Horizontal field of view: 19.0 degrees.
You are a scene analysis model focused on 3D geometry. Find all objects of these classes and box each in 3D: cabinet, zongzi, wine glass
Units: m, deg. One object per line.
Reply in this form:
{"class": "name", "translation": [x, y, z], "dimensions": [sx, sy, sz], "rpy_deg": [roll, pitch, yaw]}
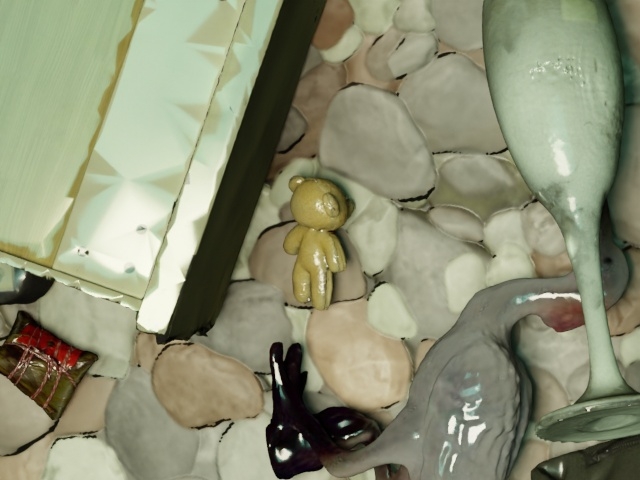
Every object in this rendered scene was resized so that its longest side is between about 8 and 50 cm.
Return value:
{"class": "cabinet", "translation": [-0.191, -0.115, 1.319], "dimensions": [0.318, 0.227, 0.290], "rpy_deg": [18, 91, 5]}
{"class": "zongzi", "translation": [-0.225, 0.093, 1.450], "dimensions": [0.083, 0.073, 0.067], "rpy_deg": [44, 120, 13]}
{"class": "wine glass", "translation": [0.216, -0.054, 1.216], "dimensions": [0.264, 0.096, 0.310], "rpy_deg": [-31, 59, 51]}

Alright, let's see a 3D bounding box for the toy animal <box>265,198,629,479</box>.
{"class": "toy animal", "translation": [0.103, 0.101, 1.341], "dimensions": [0.324, 0.090, 0.195], "rpy_deg": [-32, 72, 13]}

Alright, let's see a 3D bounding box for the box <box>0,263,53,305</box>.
{"class": "box", "translation": [-0.380, -0.040, 1.505], "dimensions": [0.350, 0.058, 0.211], "rpy_deg": [-5, 90, 16]}

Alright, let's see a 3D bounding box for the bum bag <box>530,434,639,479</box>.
{"class": "bum bag", "translation": [0.297, 0.179, 1.294], "dimensions": [0.326, 0.079, 0.142], "rpy_deg": [-19, 78, 19]}

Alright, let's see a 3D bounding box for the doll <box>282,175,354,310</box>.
{"class": "doll", "translation": [-0.007, 0.000, 1.395], "dimensions": [0.061, 0.051, 0.093], "rpy_deg": [21, 94, 44]}
